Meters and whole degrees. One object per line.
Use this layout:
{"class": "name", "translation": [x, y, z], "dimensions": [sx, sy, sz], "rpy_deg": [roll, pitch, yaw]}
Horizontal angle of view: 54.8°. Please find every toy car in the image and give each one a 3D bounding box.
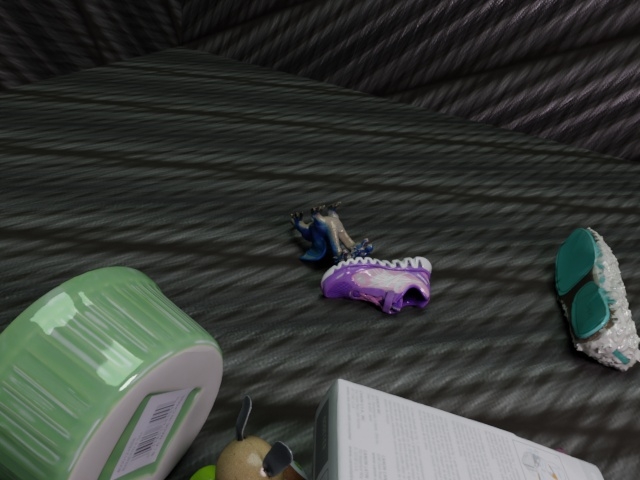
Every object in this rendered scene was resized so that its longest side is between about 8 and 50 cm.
{"class": "toy car", "translation": [-0.071, 0.281, 0.751], "dimensions": [0.148, 0.189, 0.155], "rpy_deg": [-17, 38, -37]}

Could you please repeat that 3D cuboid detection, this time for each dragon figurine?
{"class": "dragon figurine", "translation": [0.000, 0.000, 1.356], "dimensions": [0.085, 0.144, 0.289], "rpy_deg": [-13, 1, -33]}

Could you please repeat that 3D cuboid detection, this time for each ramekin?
{"class": "ramekin", "translation": [-0.257, 0.198, 0.752], "dimensions": [0.148, 0.304, 0.303], "rpy_deg": [29, 35, 20]}

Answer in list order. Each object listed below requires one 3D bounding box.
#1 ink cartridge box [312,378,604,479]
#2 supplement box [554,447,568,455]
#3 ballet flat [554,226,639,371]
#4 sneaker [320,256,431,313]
{"class": "ink cartridge box", "translation": [0.177, 0.335, 0.677], "dimensions": [0.384, 0.091, 0.308], "rpy_deg": [21, 27, -10]}
{"class": "supplement box", "translation": [0.350, 0.349, 0.890], "dimensions": [0.054, 0.043, 0.083], "rpy_deg": [-8, 33, -24]}
{"class": "ballet flat", "translation": [0.579, 0.124, 1.291], "dimensions": [0.146, 0.147, 0.409], "rpy_deg": [13, 33, 9]}
{"class": "sneaker", "translation": [0.119, 0.096, 1.236], "dimensions": [0.236, 0.095, 0.105], "rpy_deg": [-3, 53, -10]}
